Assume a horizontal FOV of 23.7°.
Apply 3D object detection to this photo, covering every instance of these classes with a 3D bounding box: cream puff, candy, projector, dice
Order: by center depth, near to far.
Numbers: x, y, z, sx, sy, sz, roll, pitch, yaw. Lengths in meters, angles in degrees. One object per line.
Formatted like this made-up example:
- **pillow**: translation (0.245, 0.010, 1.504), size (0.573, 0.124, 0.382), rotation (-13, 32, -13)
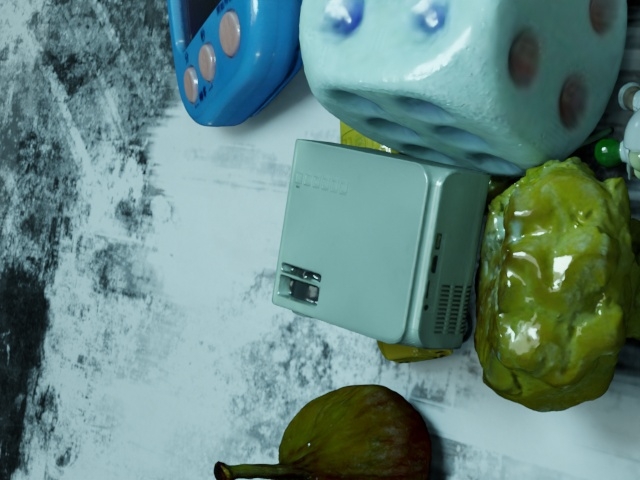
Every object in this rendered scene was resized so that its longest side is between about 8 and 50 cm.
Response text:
- **cream puff**: translation (0.259, 0.044, 1.564), size (0.282, 0.185, 0.282), rotation (7, -90, -89)
- **dice**: translation (0.157, -0.231, 1.652), size (0.265, 0.268, 0.262), rotation (11, 79, 39)
- **projector**: translation (0.065, 0.001, 1.698), size (0.250, 0.108, 0.198), rotation (15, 98, 48)
- **candy**: translation (0.250, -0.084, 1.737), size (0.202, 0.061, 0.061), rotation (-26, 64, 35)

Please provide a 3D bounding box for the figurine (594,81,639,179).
- **figurine**: translation (0.344, -0.105, 1.518), size (0.197, 0.147, 0.093), rotation (-87, -15, -75)

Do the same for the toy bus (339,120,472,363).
- **toy bus**: translation (0.095, -0.024, 1.841), size (0.121, 0.123, 0.335), rotation (-13, 74, 48)

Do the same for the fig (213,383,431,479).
- **fig**: translation (-0.004, 0.281, 1.805), size (0.191, 0.290, 0.190), rotation (30, 132, 41)

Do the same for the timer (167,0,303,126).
- **timer**: translation (-0.117, -0.332, 2.094), size (0.340, 0.115, 0.309), rotation (142, 122, -62)
